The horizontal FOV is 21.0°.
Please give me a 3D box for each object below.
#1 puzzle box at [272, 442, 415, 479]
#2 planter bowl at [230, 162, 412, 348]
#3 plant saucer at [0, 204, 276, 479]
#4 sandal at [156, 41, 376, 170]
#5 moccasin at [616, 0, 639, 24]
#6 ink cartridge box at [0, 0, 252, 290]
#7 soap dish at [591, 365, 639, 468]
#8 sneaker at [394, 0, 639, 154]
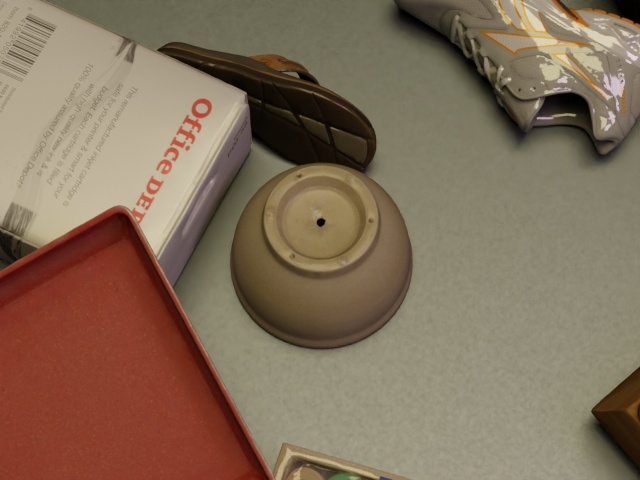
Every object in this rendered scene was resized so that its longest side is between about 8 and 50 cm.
[{"bbox_3d":[0.039,0.389,1.359,0.272,0.052,0.409,15,70,5],"label":"puzzle box"},{"bbox_3d":[0.000,0.000,1.478,0.162,0.109,0.162,0,69,1],"label":"planter bowl"},{"bbox_3d":[-0.196,0.140,1.393,0.258,0.048,0.259,-29,87,13],"label":"plant saucer"},{"bbox_3d":[-0.046,-0.131,1.555,0.219,0.090,0.060,20,48,15],"label":"sandal"},{"bbox_3d":[0.378,-0.217,1.480,0.147,0.139,0.380,-36,34,-13],"label":"moccasin"},{"bbox_3d":[-0.227,-0.078,1.503,0.283,0.117,0.207,25,72,10],"label":"ink cartridge box"},{"bbox_3d":[0.395,0.170,1.379,0.229,0.118,0.291,-41,74,3],"label":"soap dish"},{"bbox_3d":[0.174,-0.167,1.551,0.262,0.099,0.121,23,75,10],"label":"sneaker"}]
